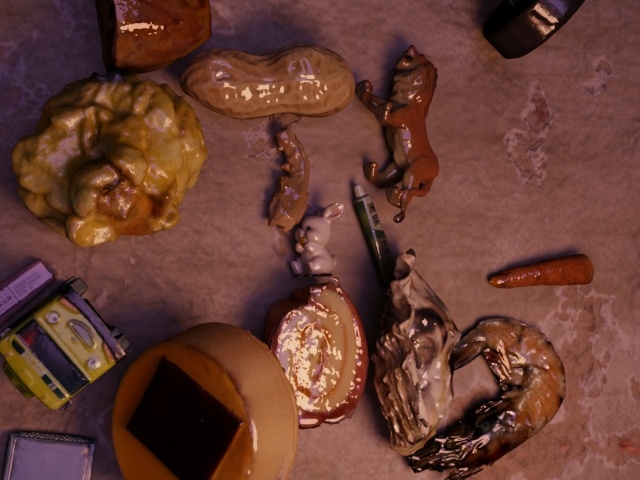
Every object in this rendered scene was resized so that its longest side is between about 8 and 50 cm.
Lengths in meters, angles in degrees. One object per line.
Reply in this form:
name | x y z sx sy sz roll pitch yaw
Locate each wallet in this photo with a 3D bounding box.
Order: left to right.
wallet | -0.409 0.335 1.231 0.129 0.026 0.088 10 79 -19

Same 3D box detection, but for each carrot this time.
carrot | 0.412 0.065 1.547 0.210 0.061 0.061 -6 89 -18

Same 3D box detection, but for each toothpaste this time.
toothpaste | 0.098 -0.004 1.442 0.049 0.031 0.204 -24 98 -33

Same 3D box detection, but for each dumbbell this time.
dumbbell | 0.305 -0.504 1.459 0.322 0.204 0.204 42 74 -14

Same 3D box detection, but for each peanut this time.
peanut | -0.080 -0.262 1.334 0.298 0.136 0.120 -5 55 -20

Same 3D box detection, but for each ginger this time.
ginger | -0.052 -0.099 1.385 0.069 0.051 0.173 7 79 -26

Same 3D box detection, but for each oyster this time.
oyster | 0.154 0.194 1.371 0.238 0.115 0.351 -10 101 -64

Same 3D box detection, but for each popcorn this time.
popcorn | -0.305 -0.116 1.206 0.286 0.215 0.252 -27 74 -15

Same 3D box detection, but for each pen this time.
pen | -0.488 0.102 1.213 0.197 0.032 0.053 -41 101 -19

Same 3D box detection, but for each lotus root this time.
lotus root | -0.250 -0.352 1.242 0.180 0.199 0.188 -6 93 -18

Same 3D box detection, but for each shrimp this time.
shrimp | 0.290 0.280 1.485 0.365 0.071 0.233 -26 87 -19

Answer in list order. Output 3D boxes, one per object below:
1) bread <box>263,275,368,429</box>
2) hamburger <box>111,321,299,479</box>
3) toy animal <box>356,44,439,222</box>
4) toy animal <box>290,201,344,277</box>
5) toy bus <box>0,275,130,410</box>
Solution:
bread | -0.010 0.181 1.341 0.190 0.123 0.244 10 84 -22
hamburger | -0.166 0.269 1.203 0.176 0.300 0.300 7 83 -59
toy animal | 0.156 -0.191 1.446 0.157 0.097 0.312 -8 91 -27
toy animal | -0.006 0.000 1.381 0.085 0.071 0.124 -2 87 -20
toy bus | -0.362 0.141 1.137 0.150 0.262 0.128 -39 100 -16
